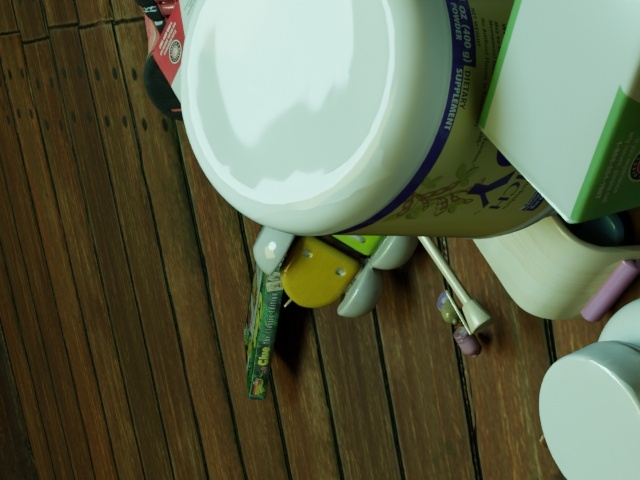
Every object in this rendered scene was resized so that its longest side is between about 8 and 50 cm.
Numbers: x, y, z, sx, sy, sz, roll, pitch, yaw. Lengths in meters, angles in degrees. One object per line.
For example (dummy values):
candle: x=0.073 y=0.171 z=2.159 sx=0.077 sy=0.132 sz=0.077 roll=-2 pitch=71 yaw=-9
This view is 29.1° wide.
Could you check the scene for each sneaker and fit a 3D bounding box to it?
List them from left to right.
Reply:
sneaker: x=-0.191 y=-0.314 z=1.729 sx=0.136 sy=0.116 sz=0.314 roll=-83 pitch=-10 yaw=-49

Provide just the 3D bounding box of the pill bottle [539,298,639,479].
pill bottle: x=0.296 y=0.098 z=0.888 sx=0.152 sy=0.272 sz=0.152 roll=37 pitch=135 yaw=48

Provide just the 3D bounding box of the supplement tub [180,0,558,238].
supplement tub: x=0.081 y=-0.121 z=0.985 sx=0.241 sy=0.331 sz=0.241 roll=0 pitch=89 yaw=41

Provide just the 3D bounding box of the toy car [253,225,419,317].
toy car: x=0.022 y=-0.011 z=1.458 sx=0.182 sy=0.159 sz=0.136 roll=-56 pitch=8 yaw=24

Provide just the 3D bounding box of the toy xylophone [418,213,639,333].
toy xylophone: x=0.174 y=-0.051 z=1.220 sx=0.323 sy=0.081 sz=0.236 roll=63 pitch=150 yaw=17

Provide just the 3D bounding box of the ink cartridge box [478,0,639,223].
ink cartridge box: x=0.266 y=-0.146 z=0.810 sx=0.117 sy=0.278 sz=0.201 roll=52 pitch=145 yaw=37

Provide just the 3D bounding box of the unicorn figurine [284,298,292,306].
unicorn figurine: x=0.000 y=0.000 z=1.588 sx=0.111 sy=0.060 sz=0.162 roll=-18 pitch=73 yaw=62

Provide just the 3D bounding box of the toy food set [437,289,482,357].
toy food set: x=0.151 y=0.095 z=1.331 sx=0.078 sy=0.019 sz=0.122 roll=62 pitch=-175 yaw=22

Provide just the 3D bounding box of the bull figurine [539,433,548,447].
bull figurine: x=0.306 y=0.300 z=1.160 sx=0.310 sy=0.101 sz=0.188 roll=47 pitch=146 yaw=42

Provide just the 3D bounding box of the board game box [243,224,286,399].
board game box: x=-0.079 y=0.088 z=1.736 sx=0.136 sy=0.030 sz=0.260 roll=-101 pitch=17 yaw=-48

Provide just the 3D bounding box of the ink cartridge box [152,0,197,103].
ink cartridge box: x=-0.072 y=-0.202 z=1.504 sx=0.273 sy=0.114 sz=0.197 roll=59 pitch=136 yaw=26
